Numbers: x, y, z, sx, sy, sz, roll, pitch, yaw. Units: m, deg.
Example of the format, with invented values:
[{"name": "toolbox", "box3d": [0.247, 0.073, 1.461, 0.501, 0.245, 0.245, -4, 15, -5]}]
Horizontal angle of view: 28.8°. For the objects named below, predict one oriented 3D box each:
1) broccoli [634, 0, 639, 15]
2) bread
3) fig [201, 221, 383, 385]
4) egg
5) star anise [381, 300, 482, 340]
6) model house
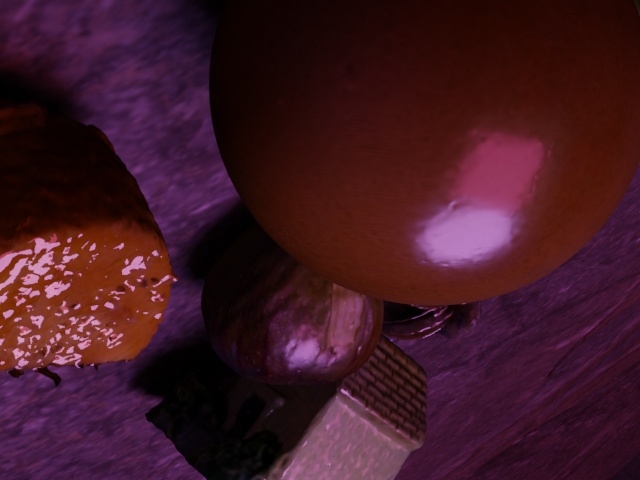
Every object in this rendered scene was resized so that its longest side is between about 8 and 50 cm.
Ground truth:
[{"name": "broccoli", "box3d": [0.249, -0.206, 0.808, 0.242, 0.269, 0.261, 18, 89, -23]}, {"name": "bread", "box3d": [-0.171, -0.002, 0.703, 0.139, 0.143, 0.229, -46, 157, 23]}, {"name": "fig", "box3d": [0.000, 0.000, 0.992, 0.149, 0.149, 0.245, -2, 119, -53]}, {"name": "egg", "box3d": [0.071, -0.085, 0.748, 0.250, 0.250, 0.322, -42, 161, 13]}, {"name": "star anise", "box3d": [0.137, 0.024, 1.255, 0.236, 0.093, 0.229, -25, 149, -33]}, {"name": "model house", "box3d": [-0.025, 0.143, 1.142, 0.195, 0.214, 0.189, 41, 86, -34]}]
